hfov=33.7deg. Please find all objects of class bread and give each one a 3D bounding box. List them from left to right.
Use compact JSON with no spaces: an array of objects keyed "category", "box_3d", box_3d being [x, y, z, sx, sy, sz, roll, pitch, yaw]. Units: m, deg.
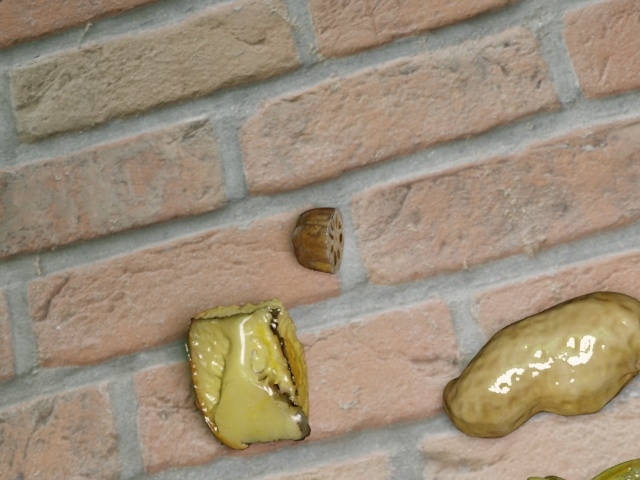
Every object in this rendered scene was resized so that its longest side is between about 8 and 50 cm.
[{"category":"bread","box_3d":[-0.129,0.238,1.911,0.204,0.162,0.262,-10,92,8]}]

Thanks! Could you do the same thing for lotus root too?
[{"category":"lotus root","box_3d":[0.001,0.002,1.987,0.081,0.112,0.122,-6,39,21]}]

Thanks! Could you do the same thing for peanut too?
[{"category":"peanut","box_3d":[0.392,0.218,1.797,0.387,0.169,0.192,-24,72,7]}]

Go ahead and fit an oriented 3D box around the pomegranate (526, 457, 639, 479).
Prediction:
[{"category":"pomegranate","box_3d":[0.481,0.498,1.664,0.310,0.216,0.358,-41,32,-25]}]
